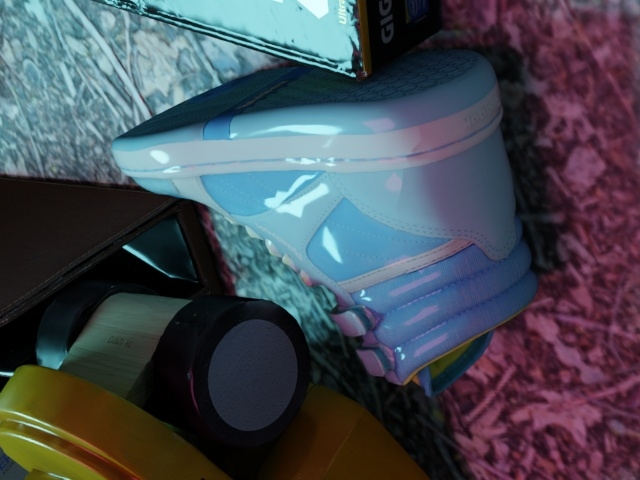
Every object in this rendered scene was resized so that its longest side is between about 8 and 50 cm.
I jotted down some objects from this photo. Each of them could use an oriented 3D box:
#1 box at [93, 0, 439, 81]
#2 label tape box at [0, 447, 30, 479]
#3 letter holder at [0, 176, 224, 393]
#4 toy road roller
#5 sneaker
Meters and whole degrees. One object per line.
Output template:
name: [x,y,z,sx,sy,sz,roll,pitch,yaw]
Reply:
box: [-0.061,-0.273,0.819,0.257,0.079,0.322,21,131,35]
label tape box: [-0.339,0.196,1.391,0.240,0.106,0.334,11,141,43]
letter holder: [-0.252,0.065,1.171,0.302,0.214,0.152,6,122,45]
toy road roller: [-0.088,0.191,0.992,0.202,0.241,0.329,5,146,49]
sneaker: [0.000,0.000,0.919,0.319,0.127,0.208,2,119,50]
